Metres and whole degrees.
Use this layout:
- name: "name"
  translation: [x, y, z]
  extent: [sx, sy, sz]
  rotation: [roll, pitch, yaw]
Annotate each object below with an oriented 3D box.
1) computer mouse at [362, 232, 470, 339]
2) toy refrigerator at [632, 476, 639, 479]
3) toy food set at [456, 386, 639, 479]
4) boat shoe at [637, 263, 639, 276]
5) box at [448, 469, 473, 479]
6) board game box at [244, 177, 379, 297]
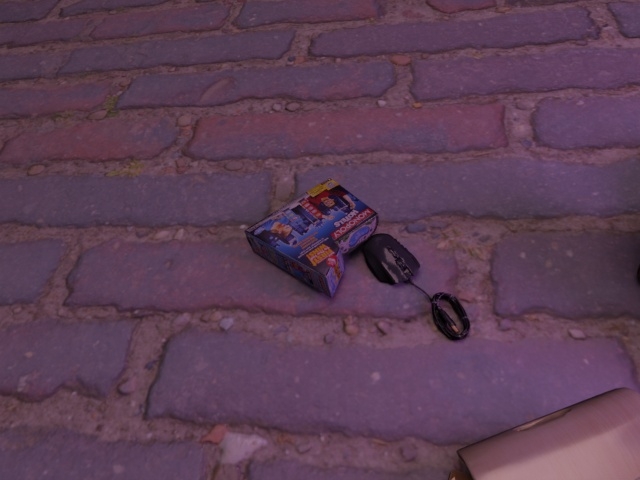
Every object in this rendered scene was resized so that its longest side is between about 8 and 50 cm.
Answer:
- name: "computer mouse"
  translation: [0.152, 0.065, 0.821]
  extent: [0.071, 0.041, 0.242]
  rotation: [-32, 53, -17]
- name: "toy refrigerator"
  translation: [0.188, 0.281, 0.381]
  extent: [0.269, 0.094, 0.102]
  rotation: [-24, 45, -3]
- name: "toy food set"
  translation: [0.310, 0.334, 0.534]
  extent: [0.219, 0.092, 0.306]
  rotation: [-20, 55, -1]
- name: "boat shoe"
  translation: [0.626, -0.048, 0.783]
  extent: [0.123, 0.123, 0.342]
  rotation: [32, 67, 22]
- name: "box"
  translation: [0.203, 0.385, 0.561]
  extent: [0.164, 0.021, 0.201]
  rotation: [14, 54, 18]
- name: "board game box"
  translation: [0.000, 0.000, 0.877]
  extent: [0.194, 0.060, 0.194]
  rotation: [-33, 48, -15]
